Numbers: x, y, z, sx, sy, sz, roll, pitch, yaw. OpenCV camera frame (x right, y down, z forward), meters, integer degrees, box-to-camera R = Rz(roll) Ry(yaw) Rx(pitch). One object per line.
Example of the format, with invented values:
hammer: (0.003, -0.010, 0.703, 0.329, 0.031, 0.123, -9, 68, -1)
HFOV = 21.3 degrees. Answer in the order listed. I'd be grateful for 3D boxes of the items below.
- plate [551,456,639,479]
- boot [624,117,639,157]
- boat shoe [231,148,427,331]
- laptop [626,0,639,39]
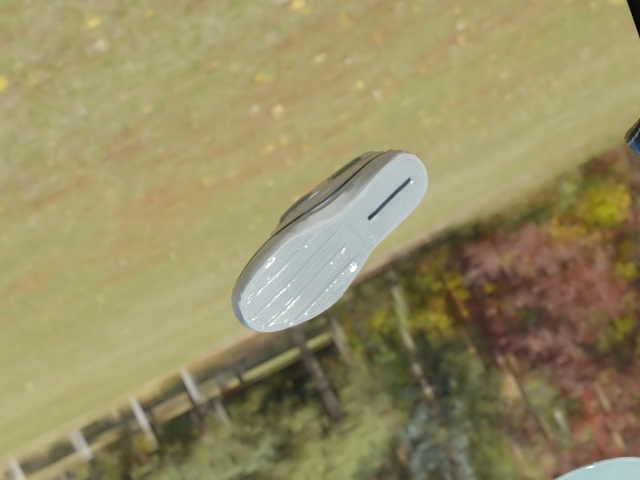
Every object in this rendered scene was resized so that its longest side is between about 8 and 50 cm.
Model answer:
plate: (0.207, 0.248, 1.370, 0.188, 0.024, 0.188, -17, 135, -18)
boot: (0.319, -0.279, 1.621, 0.377, 0.284, 0.138, -62, 174, 37)
boat shoe: (0.000, 0.000, 1.528, 0.226, 0.083, 0.076, -38, -153, -23)
laptop: (0.390, -0.283, 1.475, 0.264, 0.234, 0.136, -27, -168, -33)
